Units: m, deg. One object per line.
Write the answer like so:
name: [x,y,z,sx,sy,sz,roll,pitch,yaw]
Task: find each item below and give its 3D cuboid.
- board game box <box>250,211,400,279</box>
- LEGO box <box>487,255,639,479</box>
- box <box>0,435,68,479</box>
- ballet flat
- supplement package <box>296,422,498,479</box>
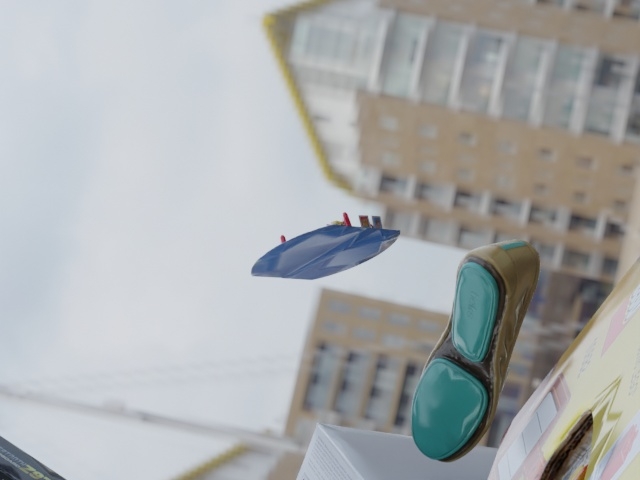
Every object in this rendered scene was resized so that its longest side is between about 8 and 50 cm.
board game box: [0.000,0.000,2.058,0.168,0.133,0.033,5,-118,-48]
LEGO box: [0.232,0.212,0.715,0.193,0.372,0.500,-56,-1,23]
box: [-0.312,0.293,1.814,0.059,0.232,0.183,-11,-53,-61]
ballet flat: [0.139,0.095,1.608,0.073,0.080,0.232,-27,-34,-39]
supplement package: [0.122,0.288,1.724,0.204,0.261,0.145,46,120,56]
